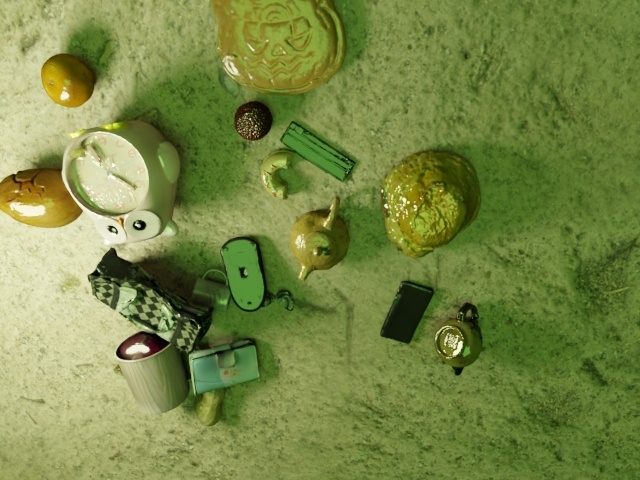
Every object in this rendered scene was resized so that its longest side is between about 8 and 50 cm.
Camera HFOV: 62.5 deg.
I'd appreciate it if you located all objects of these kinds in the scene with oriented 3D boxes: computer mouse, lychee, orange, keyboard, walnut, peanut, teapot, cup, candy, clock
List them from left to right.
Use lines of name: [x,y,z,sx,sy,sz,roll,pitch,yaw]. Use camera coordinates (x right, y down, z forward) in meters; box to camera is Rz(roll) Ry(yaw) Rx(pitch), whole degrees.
walnut: [-0.924,-0.139,1.726,0.297,0.203,0.203,-5,114,-8]
orange: [-0.763,-0.486,1.605,0.158,0.136,0.159,9,116,20]
clock: [-0.607,-0.183,1.669,0.368,0.250,0.377,-9,106,8]
cup: [-0.602,0.472,2.004,0.208,0.288,0.273,11,121,38]
peanut: [-0.436,0.627,2.093,0.117,0.101,0.263,7,115,-22]
cup: [-0.386,0.182,1.893,0.133,0.099,0.136,17,125,-3]
computer mouse: [-0.266,0.116,1.866,0.137,0.086,0.270,-12,97,-6]
lychee: [-0.208,-0.375,1.634,0.123,0.123,0.129,10,149,-1]
candy: [-0.209,0.223,1.932,0.226,0.051,0.094,4,117,1]
keyboard: [-0.010,-0.285,1.716,0.250,0.017,0.087,31,111,-11]
teapot: [0.000,0.000,1.759,0.203,0.167,0.311,24,112,-7]
teapot: [0.518,0.359,1.908,0.182,0.173,0.270,15,90,-41]

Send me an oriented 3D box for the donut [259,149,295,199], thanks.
donut: [-0.148,-0.217,1.727,0.108,0.065,0.166,11,114,-1]

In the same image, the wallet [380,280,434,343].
wallet: [0.315,0.265,1.934,0.124,0.025,0.244,17,112,-5]

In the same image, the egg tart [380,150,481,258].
egg tart: [0.352,-0.117,1.701,0.351,0.153,0.340,-31,106,14]

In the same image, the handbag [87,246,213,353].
handbag: [-0.563,0.205,1.794,0.416,0.180,0.317,33,153,-5]

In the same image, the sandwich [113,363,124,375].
sandwich: [-0.777,0.509,2.101,0.101,0.026,0.069,5,115,2]

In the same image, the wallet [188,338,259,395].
wallet: [-0.363,0.477,1.992,0.250,0.075,0.176,-10,109,-19]

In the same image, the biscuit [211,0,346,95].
biscuit: [-0.120,-0.615,1.554,0.384,0.062,0.365,-6,112,6]
